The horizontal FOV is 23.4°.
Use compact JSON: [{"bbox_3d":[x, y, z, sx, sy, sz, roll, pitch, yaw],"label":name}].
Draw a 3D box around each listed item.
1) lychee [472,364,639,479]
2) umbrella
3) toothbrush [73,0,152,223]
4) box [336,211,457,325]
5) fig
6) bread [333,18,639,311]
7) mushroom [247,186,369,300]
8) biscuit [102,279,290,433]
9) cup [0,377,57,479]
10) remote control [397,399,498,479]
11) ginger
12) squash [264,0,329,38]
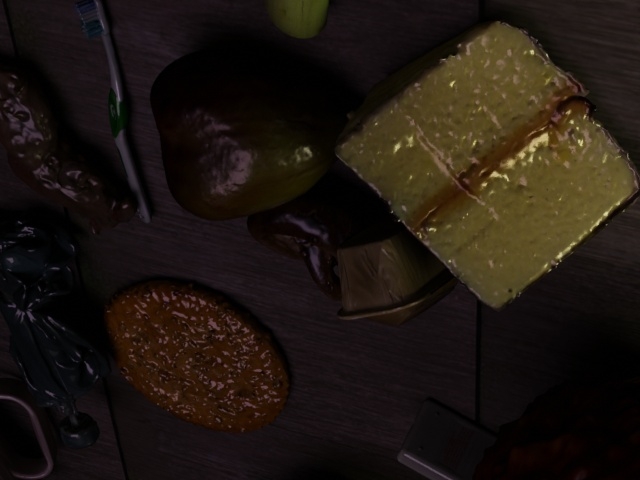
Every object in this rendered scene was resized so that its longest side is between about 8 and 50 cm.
[{"bbox_3d":[0.336,0.311,1.498,0.425,0.424,0.500,27,110,4],"label":"lychee"},{"bbox_3d":[-0.333,0.112,1.913,0.143,0.094,0.348,24,138,43],"label":"umbrella"},{"bbox_3d":[-0.214,-0.133,1.660,0.030,0.030,0.304,11,137,22],"label":"toothbrush"},{"bbox_3d":[0.085,0.028,1.542,0.111,0.177,0.111,13,116,29],"label":"box"},{"bbox_3d":[-0.032,-0.099,1.512,0.274,0.145,0.170,3,109,8],"label":"fig"},{"bbox_3d":[0.162,-0.074,1.413,0.240,0.135,0.178,46,137,-13],"label":"bread"},{"bbox_3d":[0.001,-0.001,1.623,0.135,0.080,0.170,13,152,41],"label":"mushroom"},{"bbox_3d":[-0.154,0.146,1.887,0.254,0.035,0.254,16,136,16],"label":"biscuit"},{"bbox_3d":[-0.512,0.314,2.130,0.288,0.208,0.273,-9,124,37],"label":"cup"},{"bbox_3d":[0.185,0.260,1.761,0.190,0.087,0.029,28,142,2],"label":"remote control"},{"bbox_3d":[-0.320,-0.117,1.710,0.290,0.084,0.122,44,159,-20],"label":"ginger"},{"bbox_3d":[-0.002,-0.283,1.351,0.083,0.083,0.250,27,141,4],"label":"squash"}]
